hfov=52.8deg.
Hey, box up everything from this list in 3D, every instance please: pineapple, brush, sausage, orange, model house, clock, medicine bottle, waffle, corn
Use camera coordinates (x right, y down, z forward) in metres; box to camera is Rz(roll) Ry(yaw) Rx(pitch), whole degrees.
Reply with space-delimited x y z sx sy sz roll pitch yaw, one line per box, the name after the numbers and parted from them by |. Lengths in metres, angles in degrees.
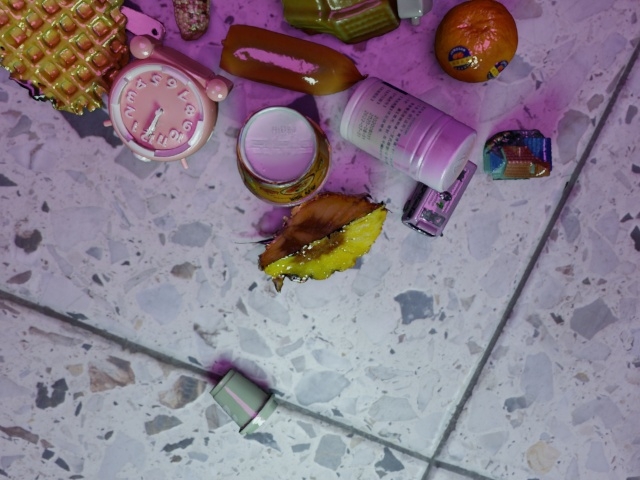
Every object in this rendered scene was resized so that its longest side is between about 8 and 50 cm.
-0.001 -0.004 1.460 0.334 0.158 0.161 -35 141 6 | pineapple
-0.481 -0.504 1.347 0.327 0.065 0.070 24 93 -19 | brush
-0.053 -0.378 1.386 0.328 0.112 0.112 12 99 -10 | sausage
0.332 -0.424 1.380 0.177 0.155 0.178 -3 84 29 | orange
0.048 -0.520 1.350 0.267 0.173 0.239 -17 139 8 | model house
-0.330 -0.280 1.366 0.227 0.142 0.241 27 107 -9 | clock
0.184 -0.224 1.360 0.254 0.152 0.152 33 97 18 | medicine bottle
-0.548 -0.416 1.312 0.311 0.060 0.307 16 115 -16 | waffle
-0.274 -0.547 1.339 0.086 0.086 0.254 -5 102 -4 | corn
0.458 -0.189 1.445 0.148 0.149 0.120 -1 100 -7 | model house

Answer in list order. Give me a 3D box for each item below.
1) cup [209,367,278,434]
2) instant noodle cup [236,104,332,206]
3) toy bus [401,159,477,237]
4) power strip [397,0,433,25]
-0.182 0.372 1.511 0.120 0.120 0.141 -44 91 4 | cup
-0.083 -0.185 1.362 0.215 0.172 0.216 0 88 2 | instant noodle cup
0.269 -0.105 1.462 0.096 0.108 0.199 26 97 -10 | toy bus
0.181 -0.636 1.317 0.062 0.091 0.385 4 120 26 | power strip
